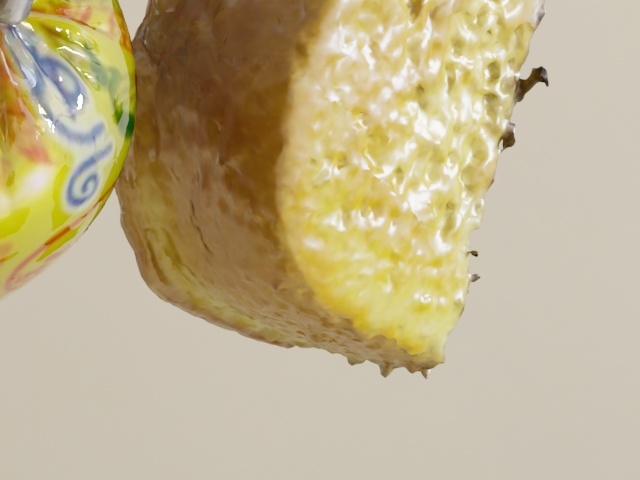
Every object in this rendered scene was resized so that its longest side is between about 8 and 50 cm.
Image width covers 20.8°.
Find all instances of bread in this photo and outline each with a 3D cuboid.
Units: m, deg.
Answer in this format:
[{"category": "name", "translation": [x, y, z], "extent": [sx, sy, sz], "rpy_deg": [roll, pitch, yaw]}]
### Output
[{"category": "bread", "translation": [0.001, -0.063, 0.684], "extent": [0.143, 0.139, 0.229], "rpy_deg": [18, -85, 43]}]

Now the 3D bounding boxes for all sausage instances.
[{"category": "sausage", "translation": [-0.166, -0.015, 0.519], "extent": [0.347, 0.123, 0.123], "rpy_deg": [-21, -149, 51]}]
